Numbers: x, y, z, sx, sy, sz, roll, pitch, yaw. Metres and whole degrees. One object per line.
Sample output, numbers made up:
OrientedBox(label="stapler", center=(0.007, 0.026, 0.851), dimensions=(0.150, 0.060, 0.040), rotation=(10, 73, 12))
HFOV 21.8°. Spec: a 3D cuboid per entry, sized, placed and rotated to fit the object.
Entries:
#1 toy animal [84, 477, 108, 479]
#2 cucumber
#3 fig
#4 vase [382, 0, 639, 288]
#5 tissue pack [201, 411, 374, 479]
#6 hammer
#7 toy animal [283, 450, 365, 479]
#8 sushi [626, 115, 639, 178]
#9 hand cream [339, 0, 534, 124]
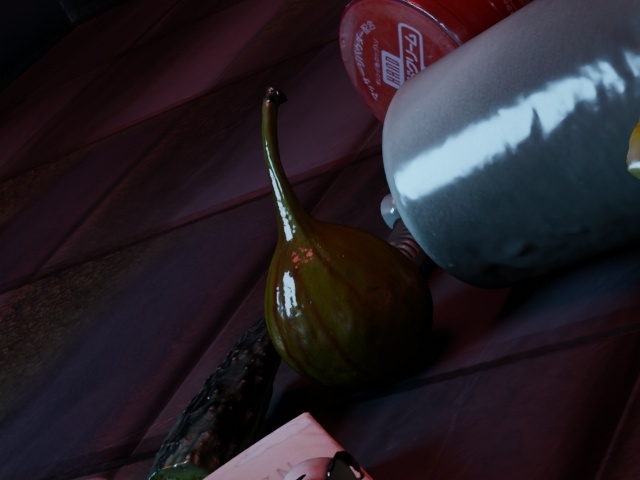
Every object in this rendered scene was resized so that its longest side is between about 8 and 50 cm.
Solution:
OrientedBox(label="toy animal", center=(-0.255, 0.295, 1.132), dimensions=(0.284, 0.225, 0.302), rotation=(-47, -2, 24))
OrientedBox(label="cucumber", center=(-0.076, 0.131, 1.240), dimensions=(0.062, 0.078, 0.211), rotation=(15, 31, 3))
OrientedBox(label="fig", center=(0.000, 0.000, 1.231), dimensions=(0.124, 0.236, 0.124), rotation=(-20, 17, 6))
OrientedBox(label="vase", center=(0.203, -0.083, 1.178), dimensions=(0.291, 0.245, 0.245), rotation=(-28, 16, 40))
OrientedBox(label="tissue pack", center=(-0.017, 0.209, 0.974), dimensions=(0.170, 0.071, 0.325), rotation=(-36, 19, -7))
OrientedBox(label="hammer", center=(0.064, 0.017, 1.394), dimensions=(0.158, 0.041, 0.226), rotation=(-12, 26, 50))
OrientedBox(label="toy animal", center=(-0.032, 0.158, 0.899), dimensions=(0.124, 0.071, 0.085), rotation=(-26, 20, 16))
OrientedBox(label="sushi", center=(0.303, -0.059, 0.741), dimensions=(0.285, 0.329, 0.328), rotation=(-40, 37, -26))
OrientedBox(label="hand cream", center=(0.124, -0.187, 1.590), dimensions=(0.125, 0.193, 0.193), rotation=(-40, 20, -30))
